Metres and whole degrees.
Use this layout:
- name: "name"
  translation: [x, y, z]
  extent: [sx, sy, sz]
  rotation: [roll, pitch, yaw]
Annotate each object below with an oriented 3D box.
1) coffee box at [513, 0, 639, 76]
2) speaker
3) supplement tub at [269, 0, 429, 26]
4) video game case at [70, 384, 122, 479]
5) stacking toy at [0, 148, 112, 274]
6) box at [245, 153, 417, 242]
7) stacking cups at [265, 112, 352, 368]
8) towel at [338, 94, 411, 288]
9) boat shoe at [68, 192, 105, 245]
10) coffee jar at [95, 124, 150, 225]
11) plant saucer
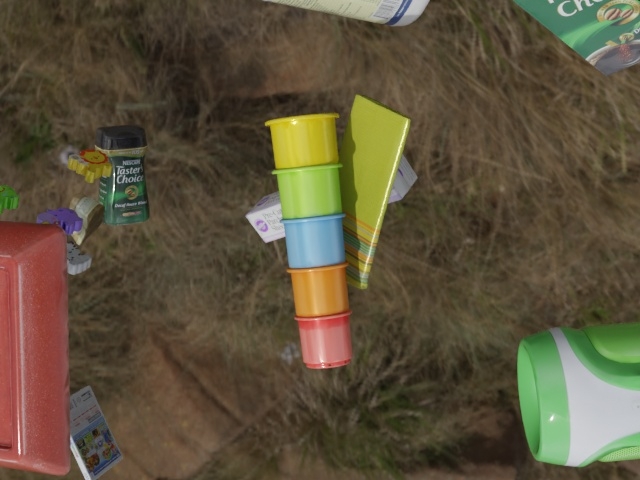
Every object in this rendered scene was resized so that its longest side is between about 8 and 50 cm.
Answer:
- name: "coffee box"
  translation: [0.228, -0.203, 0.761]
  extent: [0.113, 0.040, 0.184]
  rotation: [-21, 147, 39]
- name: "speaker"
  translation: [0.330, 0.126, 0.832]
  extent: [0.297, 0.131, 0.131]
  rotation: [-5, 125, 2]
- name: "supplement tub"
  translation: [0.009, -0.470, 1.461]
  extent: [0.325, 0.235, 0.235]
  rotation: [8, 122, -15]
- name: "video game case"
  translation: [-0.338, 0.281, 1.389]
  extent: [0.011, 0.087, 0.122]
  rotation: [-23, 93, 22]
- name: "stacking toy"
  translation: [-0.359, -0.013, 1.189]
  extent: [0.052, 0.221, 0.167]
  rotation: [32, 122, 19]
- name: "box"
  translation: [0.011, -0.069, 1.544]
  extent: [0.324, 0.063, 0.067]
  rotation: [-16, 116, 44]
- name: "stacking cups"
  translation: [0.000, 0.000, 1.205]
  extent: [0.096, 0.096, 0.316]
  rotation: [-9, 95, -4]
- name: "towel"
  translation: [0.054, -0.061, 1.231]
  extent: [0.021, 0.102, 0.237]
  rotation: [-6, 119, -43]
- name: "boat shoe"
  translation: [-0.336, -0.033, 1.346]
  extent: [0.045, 0.050, 0.135]
  rotation: [40, 152, -3]
- name: "coffee jar"
  translation: [-0.373, -0.125, 1.795]
  extent: [0.096, 0.079, 0.184]
  rotation: [-9, 112, -28]
- name: "plant saucer"
  translation: [-0.379, 0.107, 0.960]
  extent: [0.259, 0.048, 0.258]
  rotation: [4, 99, 17]
